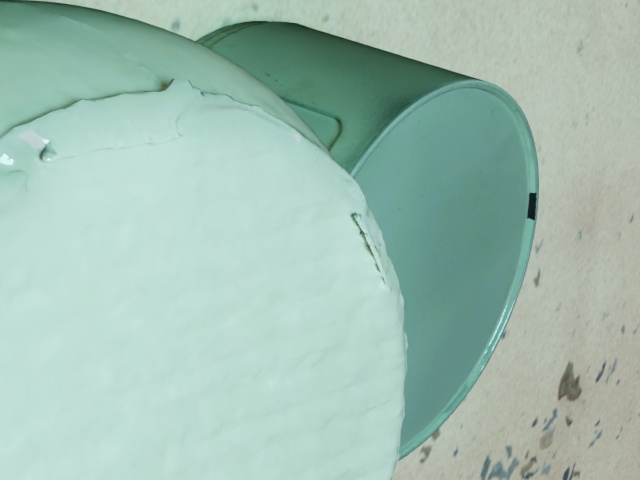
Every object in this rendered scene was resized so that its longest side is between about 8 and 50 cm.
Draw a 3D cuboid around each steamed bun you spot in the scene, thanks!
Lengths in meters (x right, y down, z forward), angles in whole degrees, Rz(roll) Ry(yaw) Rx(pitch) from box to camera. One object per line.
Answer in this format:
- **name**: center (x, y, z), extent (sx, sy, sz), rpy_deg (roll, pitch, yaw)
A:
- **steamed bun**: center (-0.147, 0.080, 0.640), extent (0.374, 0.241, 0.374), rpy_deg (-21, 120, -41)

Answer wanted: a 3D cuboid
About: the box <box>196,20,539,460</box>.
- **box**: center (0.000, 0.000, 0.888), extent (0.226, 0.149, 0.226), rpy_deg (-31, 131, -43)
